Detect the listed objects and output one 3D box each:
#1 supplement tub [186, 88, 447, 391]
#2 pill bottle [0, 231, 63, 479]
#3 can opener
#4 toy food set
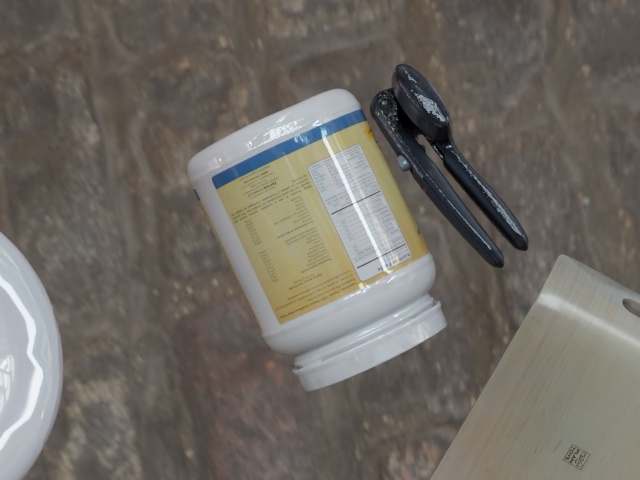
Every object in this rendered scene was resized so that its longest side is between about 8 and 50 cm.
[{"bbox_3d":[0.000,0.000,1.294,0.144,0.144,0.199,-25,91,-3],"label":"supplement tub"},{"bbox_3d":[-0.223,0.066,0.750,0.136,0.246,0.136,7,76,-31],"label":"pill bottle"},{"bbox_3d":[0.101,-0.056,1.384,0.059,0.073,0.186,-31,76,2],"label":"can opener"},{"bbox_3d":[0.251,0.195,1.634,0.220,0.092,0.306,29,107,5],"label":"toy food set"}]
